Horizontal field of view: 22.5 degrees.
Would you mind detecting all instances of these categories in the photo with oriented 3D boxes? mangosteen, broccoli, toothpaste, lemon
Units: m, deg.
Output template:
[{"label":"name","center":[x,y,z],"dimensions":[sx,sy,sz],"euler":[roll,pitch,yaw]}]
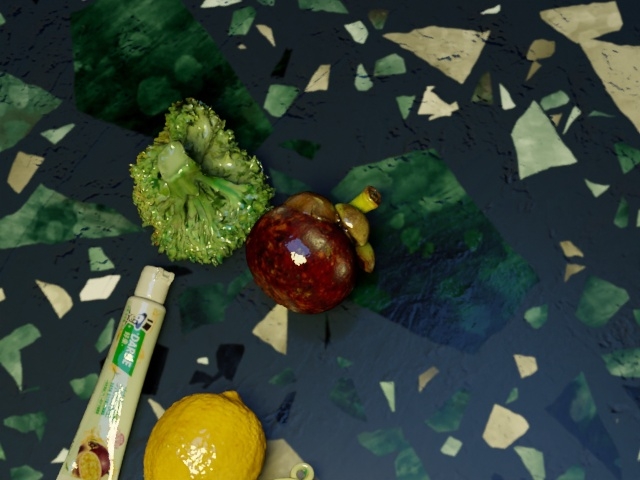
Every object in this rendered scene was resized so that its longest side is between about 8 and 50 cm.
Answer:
[{"label":"mangosteen","center":[-0.011,0.001,2.015],"dimensions":[0.145,0.156,0.181],"euler":[14,66,28]},{"label":"broccoli","center":[-0.158,-0.081,2.033],"dimensions":[0.194,0.194,0.220],"euler":[-8,75,4]},{"label":"toothpaste","center":[-0.254,0.184,2.026],"dimensions":[0.058,0.056,0.314],"euler":[0,68,50]},{"label":"lemon","center":[-0.143,0.265,1.933],"dimensions":[0.142,0.142,0.187],"euler":[25,81,14]}]

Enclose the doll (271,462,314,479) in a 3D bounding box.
[{"label":"doll","center":[-0.066,0.398,1.887],"dimensions":[0.141,0.117,0.296],"euler":[15,73,8]}]
